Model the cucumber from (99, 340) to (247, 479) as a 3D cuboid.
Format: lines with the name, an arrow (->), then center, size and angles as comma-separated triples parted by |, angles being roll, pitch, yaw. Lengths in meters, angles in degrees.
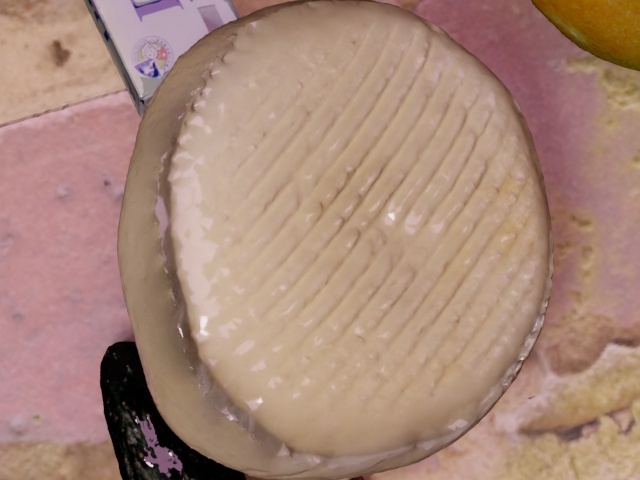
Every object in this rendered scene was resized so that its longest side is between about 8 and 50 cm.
cucumber -> -0.060, 0.199, 1.103 | 0.081, 0.072, 0.303 | -19, 84, 18

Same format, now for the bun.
bun -> 0.000, 0.000, 1.109 | 0.287, 0.146, 0.287 | 2, 85, -26

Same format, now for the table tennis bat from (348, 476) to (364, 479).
table tennis bat -> 0.061, 0.210, 1.149 | 0.098, 0.019, 0.155 | -36, 90, -11

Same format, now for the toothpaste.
toothpaste -> -0.147, -0.245, 1.166 | 0.081, 0.067, 0.336 | -26, 85, -8

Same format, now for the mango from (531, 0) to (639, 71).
mango -> 0.228, -0.163, 1.188 | 0.233, 0.111, 0.125 | 16, 93, -18
